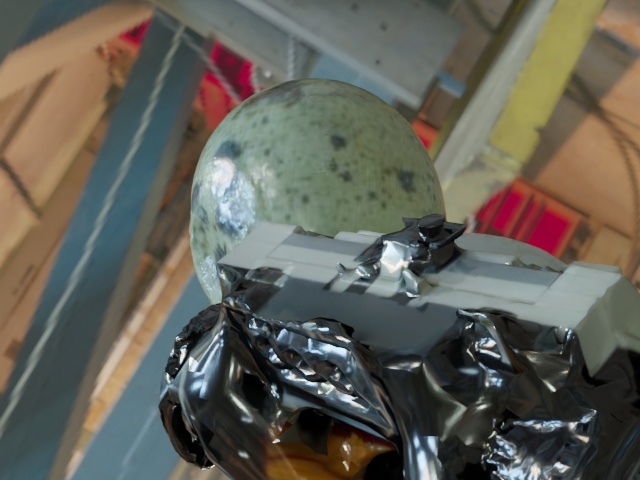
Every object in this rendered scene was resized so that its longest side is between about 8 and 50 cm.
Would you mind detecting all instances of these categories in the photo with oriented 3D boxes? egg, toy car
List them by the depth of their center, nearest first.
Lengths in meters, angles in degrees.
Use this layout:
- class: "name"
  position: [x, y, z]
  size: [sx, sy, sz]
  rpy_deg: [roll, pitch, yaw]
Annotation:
- class: "toy car"
  position: [0.062, 0.125, 0.472]
  size: [0.193, 0.118, 0.301]
  rpy_deg: [7, 133, 44]
- class: "egg"
  position: [0.000, 0.000, 0.703]
  size: [0.141, 0.181, 0.141]
  rpy_deg: [-10, 167, -2]
